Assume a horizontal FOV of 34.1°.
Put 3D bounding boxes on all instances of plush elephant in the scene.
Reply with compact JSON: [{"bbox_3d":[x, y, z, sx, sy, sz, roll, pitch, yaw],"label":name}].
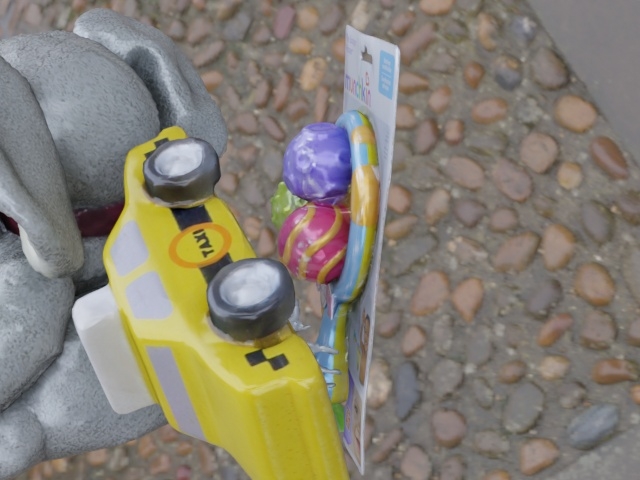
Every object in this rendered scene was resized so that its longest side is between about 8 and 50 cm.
[{"bbox_3d":[-0.174,-0.004,0.617,0.329,0.272,0.256,-12,94,18],"label":"plush elephant"}]

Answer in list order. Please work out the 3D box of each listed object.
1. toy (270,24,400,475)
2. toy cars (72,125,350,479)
[{"bbox_3d":[0.000,0.000,0.609,0.137,0.056,0.237,-124,33,-70],"label":"toy"},{"bbox_3d":[-0.019,0.132,0.456,0.087,0.176,0.394,-23,85,-10],"label":"toy cars"}]
